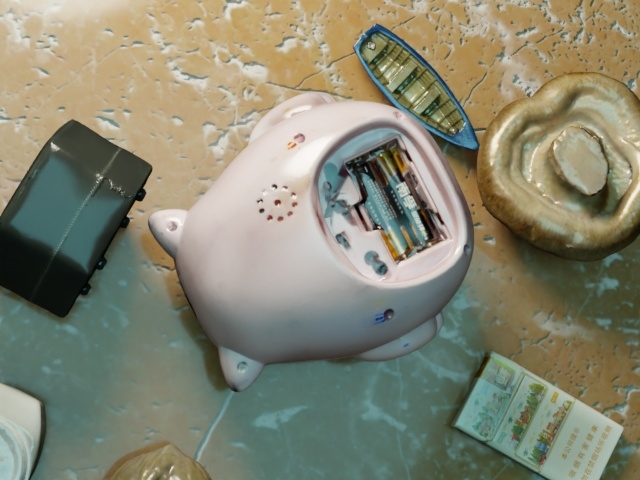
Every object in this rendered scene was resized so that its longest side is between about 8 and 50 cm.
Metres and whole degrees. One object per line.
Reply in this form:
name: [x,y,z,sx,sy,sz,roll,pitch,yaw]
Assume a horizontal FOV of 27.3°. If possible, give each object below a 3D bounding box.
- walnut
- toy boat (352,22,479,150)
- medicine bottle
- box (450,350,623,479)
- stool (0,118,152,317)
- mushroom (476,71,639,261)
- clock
walnut: [-0.208,0.371,1.665,0.178,0.178,0.230,13,71,-9]
toy boat: [0.138,-0.206,1.855,0.229,0.046,0.080,44,77,-4]
medicine bottle: [-0.398,0.259,1.557,0.124,0.324,0.179,28,79,-7]
box: [0.304,0.259,1.840,0.220,0.032,0.122,30,79,-6]
stool: [-0.319,-0.027,1.663,0.141,0.232,0.232,30,79,-9]
mushroom: [0.350,-0.105,1.835,0.278,0.146,0.278,1,76,-3]
clock: [0.000,0.000,1.700,0.376,0.250,0.368,-26,89,-13]
